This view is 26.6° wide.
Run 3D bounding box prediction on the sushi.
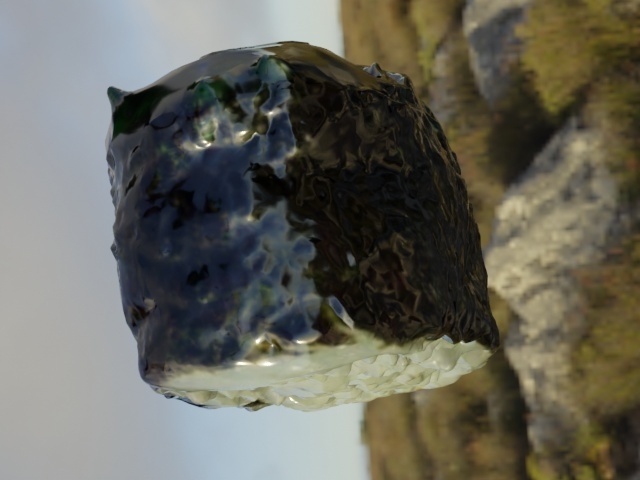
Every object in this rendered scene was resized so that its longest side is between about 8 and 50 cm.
[{"bbox_3d":[0.000,0.000,0.531,0.225,0.124,0.127,29,-131,-71],"label":"sushi"}]
